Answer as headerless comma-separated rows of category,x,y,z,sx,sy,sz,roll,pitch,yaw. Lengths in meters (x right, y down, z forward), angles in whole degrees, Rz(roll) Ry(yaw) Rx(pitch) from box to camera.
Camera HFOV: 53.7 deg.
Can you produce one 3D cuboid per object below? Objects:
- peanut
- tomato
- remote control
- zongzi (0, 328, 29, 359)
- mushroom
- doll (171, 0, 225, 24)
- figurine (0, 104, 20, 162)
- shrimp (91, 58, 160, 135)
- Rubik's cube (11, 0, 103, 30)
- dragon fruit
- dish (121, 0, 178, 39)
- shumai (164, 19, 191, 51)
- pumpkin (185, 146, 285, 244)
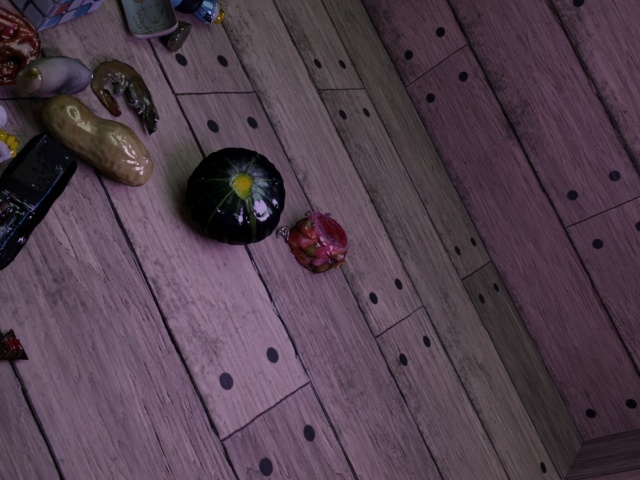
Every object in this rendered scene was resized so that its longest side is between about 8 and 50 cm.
peanut,-0.567,-0.261,1.634,0.318,0.147,0.148,39,42,-26
tomato,-0.808,-0.469,1.532,0.227,0.101,0.228,18,63,-38
remote control,-0.692,-0.098,1.452,0.144,0.062,0.399,39,42,-25
zongzi,-0.652,0.215,1.318,0.083,0.067,0.074,29,32,-61
mushroom,-0.654,-0.415,1.581,0.097,0.109,0.351,63,4,-14
doll,-0.462,-0.846,2.149,0.314,0.141,0.177,16,42,-49
figurine,-0.768,-0.251,1.428,0.129,0.109,0.178,-27,79,-9
shrimp,-0.563,-0.415,1.823,0.173,0.058,0.253,-14,75,-44
Rubik's cube,-0.711,-0.766,1.704,0.259,0.256,0.253,51,38,-11
dragon fruit,0.000,0.000,2.135,0.282,0.147,0.211,27,49,-39
dish,-0.542,-0.727,1.998,0.151,0.077,0.213,-17,76,-9
shumai,-0.484,-0.684,2.066,0.087,0.099,0.124,33,39,-9
pumpkin,-0.254,-0.121,1.869,0.295,0.295,0.296,28,47,-36
